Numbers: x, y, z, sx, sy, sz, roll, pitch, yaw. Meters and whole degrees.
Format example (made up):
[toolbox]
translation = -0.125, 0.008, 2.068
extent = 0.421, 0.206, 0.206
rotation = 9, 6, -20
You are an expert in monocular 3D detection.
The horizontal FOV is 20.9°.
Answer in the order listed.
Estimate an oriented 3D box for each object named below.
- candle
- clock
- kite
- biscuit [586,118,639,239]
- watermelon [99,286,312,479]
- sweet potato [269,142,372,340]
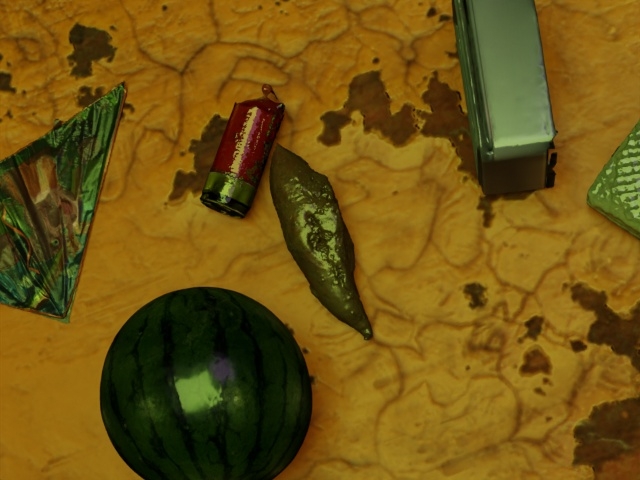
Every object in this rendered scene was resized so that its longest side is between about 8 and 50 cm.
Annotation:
[candle]
translation = -0.071, -0.089, 1.647
extent = 0.052, 0.052, 0.131
rotation = 17, 80, 14
[clock]
translation = 0.166, -0.150, 1.567
extent = 0.073, 0.144, 0.193
rotation = -8, 76, 4
[kite]
translation = -0.297, -0.021, 1.693
extent = 0.321, 0.016, 0.234
rotation = -32, 74, 3
[biscuit]
translation = 0.368, -0.097, 1.564
extent = 0.150, 0.052, 0.252
rotation = 37, 87, 15
[watermelon]
translation = -0.100, 0.147, 1.532
extent = 0.188, 0.188, 0.214
rotation = -11, 70, 8
[sweet potato]
translation = 0.000, 0.000, 1.612
extent = 0.068, 0.060, 0.206
rotation = -27, 83, 39
